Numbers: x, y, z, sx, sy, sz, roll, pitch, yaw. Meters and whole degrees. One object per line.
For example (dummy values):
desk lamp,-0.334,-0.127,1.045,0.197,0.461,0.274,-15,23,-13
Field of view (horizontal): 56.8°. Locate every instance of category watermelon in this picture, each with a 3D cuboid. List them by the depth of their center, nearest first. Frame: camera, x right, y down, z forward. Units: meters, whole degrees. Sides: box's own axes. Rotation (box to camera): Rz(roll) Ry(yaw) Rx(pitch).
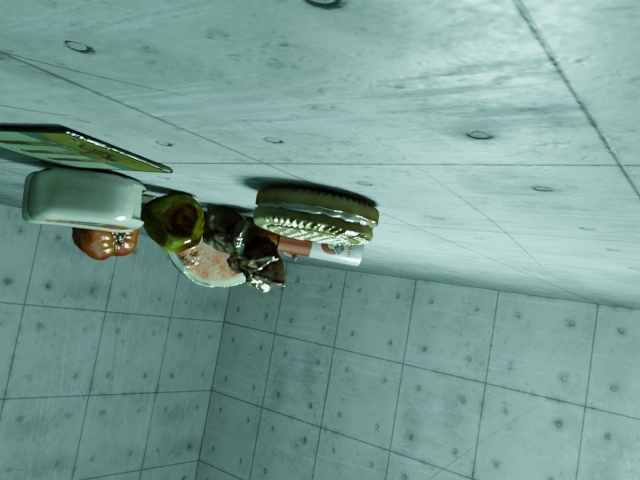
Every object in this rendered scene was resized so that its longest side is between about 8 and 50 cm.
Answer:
watermelon,-0.353,0.013,1.766,0.305,0.180,0.224,20,-147,-27

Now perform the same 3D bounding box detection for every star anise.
star anise,-0.214,0.020,1.610,0.315,0.108,0.315,29,153,17

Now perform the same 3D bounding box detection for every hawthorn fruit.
hawthorn fruit,-0.716,-0.046,1.904,0.243,0.208,0.207,21,-179,28

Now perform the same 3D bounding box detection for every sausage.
sausage,-0.145,-0.020,1.693,0.197,0.076,0.076,7,174,23

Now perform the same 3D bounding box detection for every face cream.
face cream,0.000,0.000,1.509,0.214,0.096,0.096,10,175,-5

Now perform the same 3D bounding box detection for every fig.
fig,-0.361,-0.046,1.447,0.165,0.144,0.154,20,159,24

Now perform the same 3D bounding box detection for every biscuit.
biscuit,-0.009,-0.043,1.142,0.259,0.079,0.259,9,175,1

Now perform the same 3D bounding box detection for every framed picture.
framed picture,-0.467,-0.164,1.068,0.323,0.013,0.244,6,173,28

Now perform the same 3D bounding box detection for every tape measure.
tape measure,-0.521,-0.091,1.339,0.258,0.130,0.265,8,172,-36

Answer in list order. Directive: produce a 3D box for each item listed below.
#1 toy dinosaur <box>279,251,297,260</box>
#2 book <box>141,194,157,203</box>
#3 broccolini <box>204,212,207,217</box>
toy dinosaur,-0.165,-0.002,2.092,0.199,0.072,0.251,21,-175,-10
book,-0.493,-0.104,1.695,0.160,0.024,0.228,9,175,13
broccolini,-0.257,-0.042,1.814,0.271,0.062,0.123,17,162,-38
